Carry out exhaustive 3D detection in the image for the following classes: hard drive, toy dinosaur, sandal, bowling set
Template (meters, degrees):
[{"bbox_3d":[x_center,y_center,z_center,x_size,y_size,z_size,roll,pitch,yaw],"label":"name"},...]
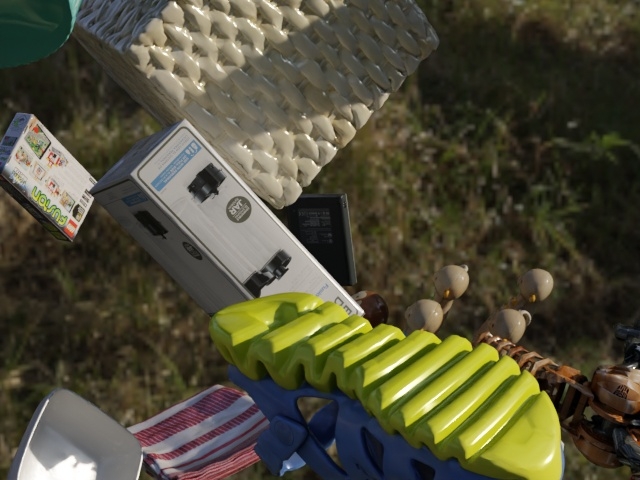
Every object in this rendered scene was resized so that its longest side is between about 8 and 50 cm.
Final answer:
[{"bbox_3d":[0.000,0.000,1.854,0.094,0.135,0.022,0,15,27],"label":"hard drive"},{"bbox_3d":[0.306,0.157,1.220,0.322,0.164,0.218,44,28,14],"label":"toy dinosaur"},{"bbox_3d":[0.047,0.137,0.946,0.126,0.138,0.317,-19,24,-37],"label":"sandal"},{"bbox_3d":[0.128,0.099,1.438,0.200,0.154,0.287,32,33,3],"label":"bowling set"}]

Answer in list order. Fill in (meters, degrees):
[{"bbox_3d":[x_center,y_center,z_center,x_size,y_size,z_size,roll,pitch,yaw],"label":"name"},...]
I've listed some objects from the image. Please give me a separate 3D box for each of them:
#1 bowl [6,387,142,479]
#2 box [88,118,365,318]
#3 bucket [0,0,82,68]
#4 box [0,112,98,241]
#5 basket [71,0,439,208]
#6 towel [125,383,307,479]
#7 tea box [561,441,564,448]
[{"bbox_3d":[-0.267,0.246,1.357,0.053,0.142,0.142,-26,35,37],"label":"bowl"},{"bbox_3d":[-0.104,0.012,1.394,0.087,0.290,0.169,-49,17,-21],"label":"box"},{"bbox_3d":[-0.287,-0.269,0.969,0.281,0.183,0.281,8,-24,3],"label":"bucket"},{"bbox_3d":[-0.438,-0.098,2.033,0.036,0.207,0.114,9,64,30],"label":"box"},{"bbox_3d":[-0.092,-0.275,1.576,0.328,0.331,0.266,-47,35,-4],"label":"basket"},{"bbox_3d":[-0.196,0.322,2.135,0.237,0.037,0.329,-24,17,-25],"label":"towel"},{"bbox_3d":[0.212,0.459,2.207,0.329,0.323,0.220,11,1,-6],"label":"tea box"}]
